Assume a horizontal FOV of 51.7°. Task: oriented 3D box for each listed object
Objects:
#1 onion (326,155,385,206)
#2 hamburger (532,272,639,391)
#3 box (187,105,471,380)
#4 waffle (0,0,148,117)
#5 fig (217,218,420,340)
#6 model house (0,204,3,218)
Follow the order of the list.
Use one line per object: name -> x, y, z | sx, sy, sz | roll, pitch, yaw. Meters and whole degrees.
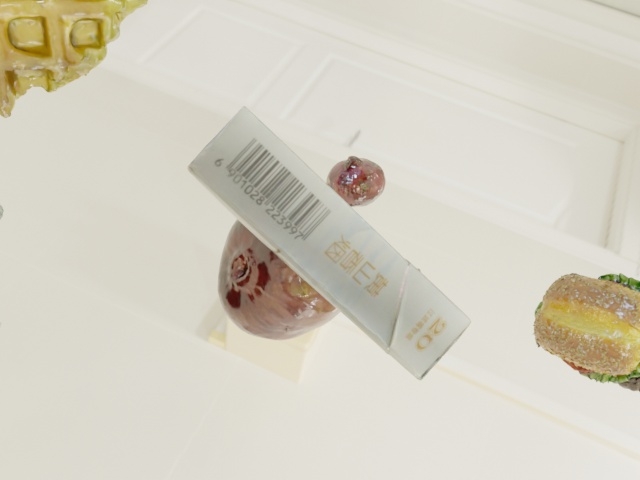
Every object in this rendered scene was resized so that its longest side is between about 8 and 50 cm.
onion -> 0.062, -0.106, 1.169 | 0.097, 0.107, 0.107 | 78, 32, -42
hamburger -> 0.342, 0.101, 0.826 | 0.087, 0.166, 0.137 | 23, 90, -38
box -> 0.001, 0.001, 0.538 | 0.067, 0.233, 0.149 | -47, -170, 0
waffle -> -0.282, -0.253, 0.501 | 0.307, 0.312, 0.060 | -35, -148, -2
fig -> -0.017, 0.035, 0.922 | 0.249, 0.186, 0.204 | -6, 143, -50
model house -> -0.385, -0.038, 0.631 | 0.100, 0.088, 0.100 | -34, 170, -3
